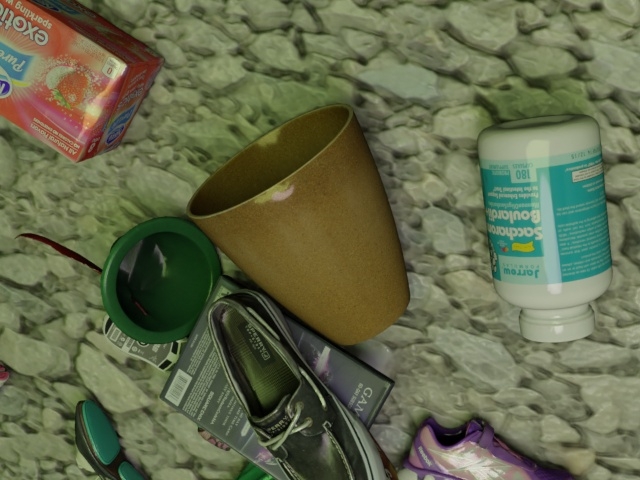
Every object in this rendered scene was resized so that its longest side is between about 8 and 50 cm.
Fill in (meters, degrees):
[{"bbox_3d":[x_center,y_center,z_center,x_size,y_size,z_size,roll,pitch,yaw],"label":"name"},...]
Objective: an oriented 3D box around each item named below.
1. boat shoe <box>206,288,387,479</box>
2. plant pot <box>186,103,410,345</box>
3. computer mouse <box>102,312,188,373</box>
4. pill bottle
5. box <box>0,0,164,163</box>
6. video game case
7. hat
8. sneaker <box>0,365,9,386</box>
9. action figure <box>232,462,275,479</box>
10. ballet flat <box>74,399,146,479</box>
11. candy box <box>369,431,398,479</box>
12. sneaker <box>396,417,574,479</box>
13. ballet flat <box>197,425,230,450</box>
[{"bbox_3d":[-0.046,0.212,1.205,0.121,0.119,0.335,-40,77,16],"label":"boat shoe"},{"bbox_3d":[0.000,0.000,1.224,0.237,0.237,0.254,-27,110,15],"label":"plant pot"},{"bbox_3d":[-0.215,0.147,1.381,0.193,0.042,0.106,32,111,-4],"label":"computer mouse"},{"bbox_3d":[0.276,-0.015,1.193,0.146,0.146,0.264,-7,101,12],"label":"pill bottle"},{"bbox_3d":[-0.380,-0.247,1.265,0.300,0.142,0.154,33,107,2],"label":"box"},{"bbox_3d":[-0.063,0.197,1.289,0.274,0.026,0.196,31,100,17],"label":"video game case"},{"bbox_3d":[-0.266,0.027,1.366,0.173,0.184,0.208,-47,125,-17],"label":"hat"},{"bbox_3d":[-0.549,0.202,1.443,0.170,0.063,0.074,19,100,1],"label":"sneaker"},{"bbox_3d":[-0.087,0.358,1.371,0.232,0.137,0.063,-44,130,13],"label":"action figure"},{"bbox_3d":[-0.314,0.329,1.427,0.074,0.074,0.203,-31,98,16],"label":"ballet flat"},{"bbox_3d":[0.069,0.334,1.334,0.053,0.109,0.186,-31,95,16],"label":"candy box"},{"bbox_3d":[0.224,0.295,1.308,0.237,0.095,0.104,9,97,10],"label":"sneaker"},{"bbox_3d":[-0.075,0.210,1.354,0.079,0.077,0.221,41,104,-19],"label":"ballet flat"}]
